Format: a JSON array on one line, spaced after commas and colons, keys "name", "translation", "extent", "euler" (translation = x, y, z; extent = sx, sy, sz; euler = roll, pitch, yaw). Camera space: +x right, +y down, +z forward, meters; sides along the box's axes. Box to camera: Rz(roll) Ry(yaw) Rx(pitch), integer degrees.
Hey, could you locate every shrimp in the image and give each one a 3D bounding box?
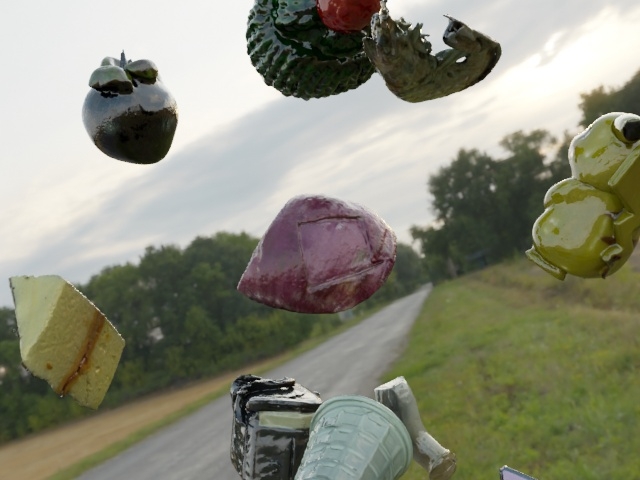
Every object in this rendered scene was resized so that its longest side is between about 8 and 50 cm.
[{"name": "shrimp", "translation": [0.112, -0.190, 0.855], "extent": [0.126, 0.047, 0.223], "euler": [-15, -15, 18]}]

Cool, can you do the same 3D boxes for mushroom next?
[{"name": "mushroom", "translation": [0.187, 0.378, 1.696], "extent": [0.092, 0.223, 0.081], "euler": [-37, -15, 24]}]

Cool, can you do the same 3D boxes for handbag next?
[{"name": "handbag", "translation": [-0.072, 0.337, 1.537], "extent": [0.181, 0.181, 0.254], "euler": [2, -1, -12]}]

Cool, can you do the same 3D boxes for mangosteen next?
[{"name": "mangosteen", "translation": [-0.416, -0.289, 1.876], "extent": [0.243, 0.243, 0.243], "euler": [-19, -5, -2]}]

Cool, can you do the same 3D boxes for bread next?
[{"name": "bread", "translation": [-0.483, 0.195, 1.553], "extent": [0.135, 0.178, 0.240], "euler": [-1, -36, 24]}]

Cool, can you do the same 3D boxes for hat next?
[{"name": "hat", "translation": [0.012, -0.409, 1.547], "extent": [0.274, 0.242, 0.332], "euler": [-18, -7, -16]}]

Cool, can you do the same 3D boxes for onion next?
[{"name": "onion", "translation": [0.000, 0.000, 1.445], "extent": [0.247, 0.111, 0.250], "euler": [11, 48, 23]}]

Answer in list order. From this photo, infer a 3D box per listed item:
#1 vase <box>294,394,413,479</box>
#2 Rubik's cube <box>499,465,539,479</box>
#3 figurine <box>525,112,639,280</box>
[{"name": "vase", "translation": [-0.001, 0.320, 0.997], "extent": [0.143, 0.143, 0.299], "euler": [-22, 13, 30]}, {"name": "Rubik's cube", "translation": [0.301, 0.329, 1.034], "extent": [0.190, 0.178, 0.211], "euler": [-44, -3, 40]}, {"name": "figurine", "translation": [0.461, -0.082, 1.377], "extent": [0.169, 0.327, 0.218], "euler": [28, 21, 36]}]
